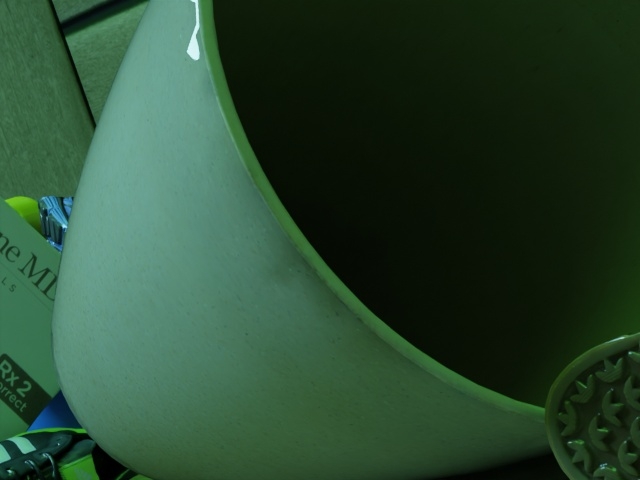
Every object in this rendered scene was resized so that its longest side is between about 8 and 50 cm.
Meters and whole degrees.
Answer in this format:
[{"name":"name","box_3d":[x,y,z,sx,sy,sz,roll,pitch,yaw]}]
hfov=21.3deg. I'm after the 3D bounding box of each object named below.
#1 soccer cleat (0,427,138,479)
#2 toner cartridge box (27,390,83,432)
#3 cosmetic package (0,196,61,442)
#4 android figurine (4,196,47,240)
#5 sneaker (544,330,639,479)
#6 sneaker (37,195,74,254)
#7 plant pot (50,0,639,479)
[{"name":"soccer cleat","box_3d":[-0.147,0.120,0.809,0.072,0.060,0.179,-16,3,24]},{"name":"toner cartridge box","box_3d":[-0.133,0.082,1.108,0.348,0.075,0.165,-17,6,27]},{"name":"cosmetic package","box_3d":[-0.241,0.062,0.926,0.183,0.151,0.151,-54,21,-26]},{"name":"android figurine","box_3d":[-0.290,0.055,1.181,0.248,0.056,0.273,-41,-4,13]},{"name":"sneaker","box_3d":[0.166,0.040,0.487,0.192,0.064,0.086,-15,-2,40]},{"name":"sneaker","box_3d":[-0.137,0.000,1.151,0.087,0.083,0.221,-13,5,0]},{"name":"plant pot","box_3d":[0.000,0.000,0.696,0.256,0.256,0.274,-23,-10,-41]}]
